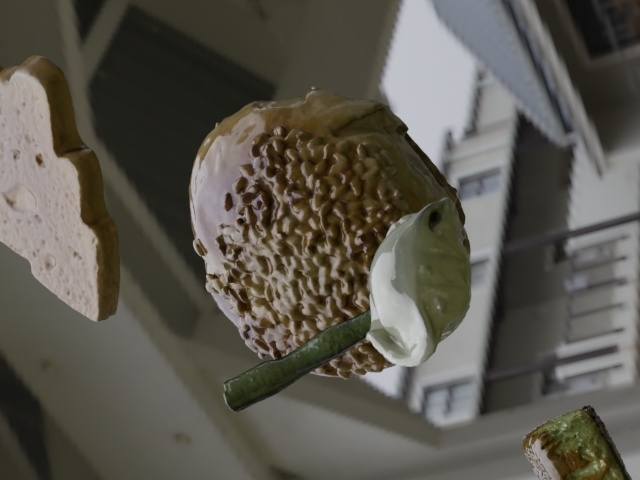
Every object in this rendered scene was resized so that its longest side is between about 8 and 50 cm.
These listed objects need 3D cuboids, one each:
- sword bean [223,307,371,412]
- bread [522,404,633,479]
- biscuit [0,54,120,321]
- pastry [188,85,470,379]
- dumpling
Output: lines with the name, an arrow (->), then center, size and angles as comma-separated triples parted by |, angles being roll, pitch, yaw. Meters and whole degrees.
sword bean -> 0.013, 0.113, 1.802 | 0.038, 0.269, 0.043 | 62, -175, 17
bread -> 0.244, 0.223, 1.503 | 0.128, 0.069, 0.140 | 62, 175, 9
biscuit -> -0.227, -0.043, 1.334 | 0.041, 0.212, 0.238 | -29, -90, -39
pastry -> 0.000, 0.000, 2.146 | 0.409, 0.410, 0.245 | 66, -148, -17
dumpling -> 0.081, 0.050, 1.561 | 0.100, 0.134, 0.169 | 4, -114, -37
